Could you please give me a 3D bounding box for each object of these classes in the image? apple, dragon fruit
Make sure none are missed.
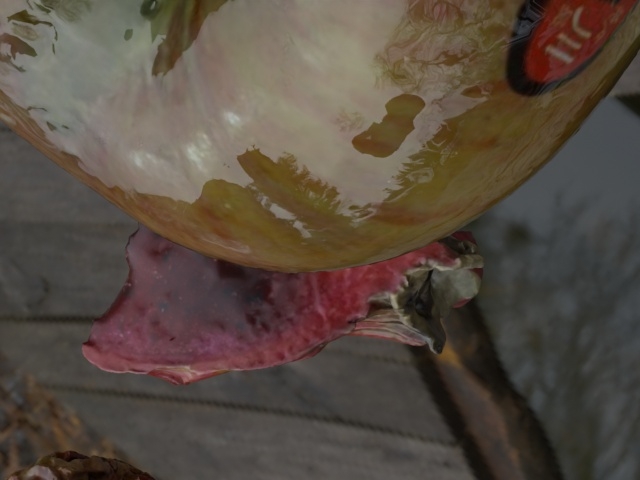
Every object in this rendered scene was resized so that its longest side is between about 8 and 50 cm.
[{"bbox_3d":[-0.012,-0.118,0.428,0.261,0.194,0.261,14,129,19],"label":"apple"},{"bbox_3d":[0.000,0.000,0.922,0.211,0.262,0.134,26,172,21],"label":"dragon fruit"}]

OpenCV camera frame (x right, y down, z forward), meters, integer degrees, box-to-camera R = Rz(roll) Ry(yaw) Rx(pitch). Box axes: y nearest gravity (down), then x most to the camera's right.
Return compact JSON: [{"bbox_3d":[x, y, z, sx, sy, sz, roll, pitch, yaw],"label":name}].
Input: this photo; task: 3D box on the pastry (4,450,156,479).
[{"bbox_3d":[-0.105,0.139,0.460,0.087,0.169,0.063,31,168,3],"label":"pastry"}]
